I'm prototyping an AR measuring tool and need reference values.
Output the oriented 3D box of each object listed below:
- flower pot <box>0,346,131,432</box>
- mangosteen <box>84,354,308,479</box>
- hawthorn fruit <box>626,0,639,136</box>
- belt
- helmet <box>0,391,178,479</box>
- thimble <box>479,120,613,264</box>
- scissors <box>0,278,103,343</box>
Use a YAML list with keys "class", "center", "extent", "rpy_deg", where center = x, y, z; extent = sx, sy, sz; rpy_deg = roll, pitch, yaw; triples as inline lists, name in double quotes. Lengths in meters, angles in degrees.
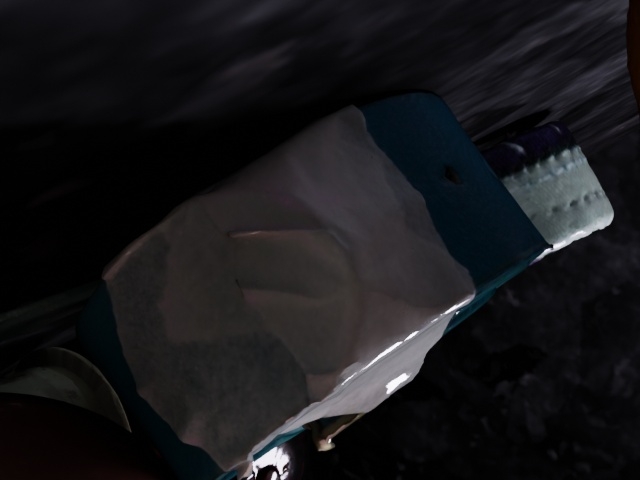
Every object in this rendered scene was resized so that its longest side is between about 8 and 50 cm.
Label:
- class: "flower pot"
  center: [-0.294, 0.204, 0.886]
  extent: [0.203, 0.212, 0.212]
  rpy_deg: [-5, 159, -44]
- class: "mangosteen"
  center: [-0.160, 0.221, 1.182]
  extent: [0.297, 0.297, 0.313]
  rpy_deg: [-27, -165, -10]
- class: "hawthorn fruit"
  center: [0.294, -0.108, 0.576]
  extent: [0.258, 0.258, 0.262]
  rpy_deg: [-31, -167, 29]
- class: "belt"
  center: [0.007, 0.036, 0.788]
  extent: [0.300, 0.173, 0.436]
  rpy_deg: [-38, 175, 11]
- class: "helmet"
  center: [-0.196, 0.224, 0.653]
  extent: [0.385, 0.337, 0.230]
  rpy_deg: [-21, 163, -42]
- class: "thimble"
  center: [0.205, -0.032, 1.227]
  extent: [0.237, 0.150, 0.237]
  rpy_deg: [-26, 173, -3]
- class: "scissors"
  center: [-0.220, 0.062, 0.692]
  extent: [0.192, 0.029, 0.447]
  rpy_deg: [-31, 175, 38]
